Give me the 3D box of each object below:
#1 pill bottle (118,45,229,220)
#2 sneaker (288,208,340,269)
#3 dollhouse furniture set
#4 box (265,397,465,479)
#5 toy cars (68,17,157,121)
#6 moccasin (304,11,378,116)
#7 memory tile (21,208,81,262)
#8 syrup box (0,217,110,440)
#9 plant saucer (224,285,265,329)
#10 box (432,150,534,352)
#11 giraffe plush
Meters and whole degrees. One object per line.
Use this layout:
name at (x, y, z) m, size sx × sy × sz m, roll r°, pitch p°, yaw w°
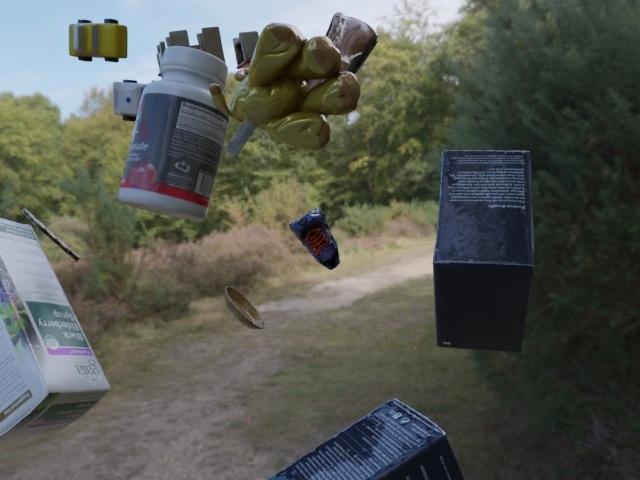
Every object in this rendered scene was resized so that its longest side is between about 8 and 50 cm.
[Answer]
pill bottle at (-0.280, -0.210, 1.211) m, size 0.177 × 0.318 × 0.176 m, roll 12°, pitch -5°, yaw 1°
sneaker at (0.000, 0.000, 1.363) m, size 0.083 × 0.087 × 0.221 m, roll -35°, pitch -28°, yaw 5°
dollhouse furniture set at (-0.271, -0.433, 1.510) m, size 0.259 × 0.135 × 0.262 m, roll -13°, pitch 10°, yaw -20°
box at (0.040, 0.282, 0.593) m, size 0.207 × 0.153 × 0.108 m, roll -27°, pitch 14°, yaw -18°
toy cars at (-0.504, -0.414, 1.472) m, size 0.176 × 0.393 × 0.087 m, roll -46°, pitch -14°, yaw 28°
moccasin at (-0.007, -0.352, 1.253) m, size 0.147 × 0.380 × 0.139 m, roll 33°, pitch -30°, yaw -5°
memory tile at (-0.620, -0.011, 1.402) m, size 0.012 × 0.148 × 0.113 m, roll -47°, pitch 45°, yaw -15°
syrup box at (-0.336, 0.091, 0.663) m, size 0.096 × 0.236 × 0.093 m, roll -40°, pitch -21°, yaw 10°
plant saucer at (-0.114, 0.103, 0.892) m, size 0.015 × 0.083 × 0.083 m, roll -44°, pitch 0°, yaw 5°
box at (0.326, 0.025, 1.225) m, size 0.183 × 0.293 × 0.296 m, roll 3°, pitch -39°, yaw 15°
giraffe plush at (-0.055, -0.226, 0.911) m, size 0.210 × 0.181 × 0.170 m, roll -32°, pitch 22°, yaw 17°
